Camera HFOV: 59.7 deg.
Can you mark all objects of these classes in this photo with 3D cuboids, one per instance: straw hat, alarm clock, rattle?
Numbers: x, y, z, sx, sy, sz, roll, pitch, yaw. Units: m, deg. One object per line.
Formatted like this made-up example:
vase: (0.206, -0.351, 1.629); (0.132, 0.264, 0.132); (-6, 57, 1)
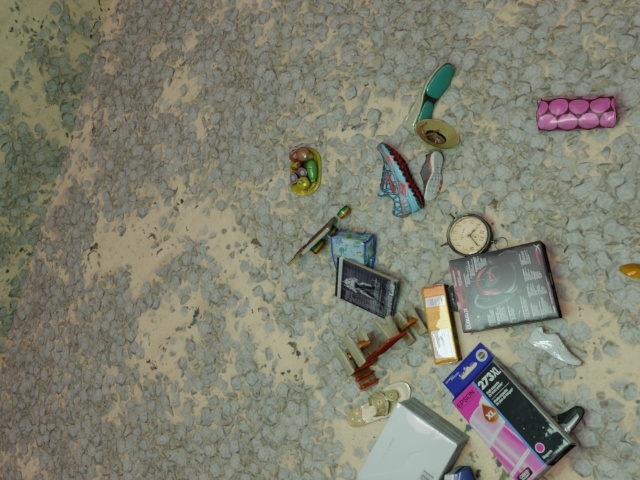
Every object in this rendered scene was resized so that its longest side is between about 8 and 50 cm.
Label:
straw hat: (0.359, -0.317, 1.763); (0.144, 0.144, 0.061); (52, 148, 24)
alarm clock: (0.465, -0.008, 1.667); (0.192, 0.064, 0.129); (17, 91, 32)
rattle: (0.847, 0.033, 1.387); (0.130, 0.199, 0.143); (-38, 49, -4)

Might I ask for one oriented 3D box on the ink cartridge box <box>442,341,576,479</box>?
ink cartridge box: (0.495, 0.467, 1.536); (0.176, 0.069, 0.371); (-51, 46, 14)

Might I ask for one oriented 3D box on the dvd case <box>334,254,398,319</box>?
dvd case: (0.144, 0.154, 1.793); (0.221, 0.018, 0.164); (22, 129, 28)

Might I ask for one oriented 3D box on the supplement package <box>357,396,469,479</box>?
supplement package: (0.273, 0.634, 1.636); (0.204, 0.145, 0.262); (31, 98, 28)

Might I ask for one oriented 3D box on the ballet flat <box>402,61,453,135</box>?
ballet flat: (0.337, -0.460, 1.792); (0.086, 0.086, 0.248); (30, 98, 28)

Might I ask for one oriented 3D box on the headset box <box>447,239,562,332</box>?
headset box: (0.510, 0.141, 1.596); (0.293, 0.110, 0.218); (-16, 76, 25)

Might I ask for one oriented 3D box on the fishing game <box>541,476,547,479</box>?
fishing game: (0.583, 0.783, 1.512); (0.189, 0.041, 0.264); (39, 102, 29)

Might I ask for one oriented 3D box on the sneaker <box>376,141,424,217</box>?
sneaker: (0.225, -0.194, 1.798); (0.125, 0.104, 0.262); (-31, 70, 23)

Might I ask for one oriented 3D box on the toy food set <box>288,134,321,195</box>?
toy food set: (-0.069, -0.270, 1.981); (0.128, 0.071, 0.218); (-6, 80, 27)

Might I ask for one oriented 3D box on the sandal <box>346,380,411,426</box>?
sandal: (0.173, 0.522, 1.741); (0.240, 0.079, 0.088); (-35, 69, 20)

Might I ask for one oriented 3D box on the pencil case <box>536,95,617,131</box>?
pencil case: (0.718, -0.360, 1.569); (0.209, 0.095, 0.098); (5, 70, 26)

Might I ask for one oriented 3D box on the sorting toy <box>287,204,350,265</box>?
sorting toy: (0.000, 0.000, 1.884); (0.046, 0.132, 0.274); (45, 111, -5)

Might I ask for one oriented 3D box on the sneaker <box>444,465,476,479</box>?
sneaker: (0.462, 0.774, 1.514); (0.182, 0.127, 0.315); (-17, 82, 38)

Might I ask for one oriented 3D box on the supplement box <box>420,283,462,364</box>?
supplement box: (0.364, 0.251, 1.679); (0.080, 0.078, 0.233); (-11, 79, 23)

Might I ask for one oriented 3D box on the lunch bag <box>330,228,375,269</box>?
lunch bag: (0.109, 0.049, 1.833); (0.129, 0.096, 0.151); (11, 118, 29)

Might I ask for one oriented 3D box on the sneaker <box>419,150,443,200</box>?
sneaker: (0.346, -0.203, 1.772); (0.065, 0.061, 0.158); (8, 86, 55)

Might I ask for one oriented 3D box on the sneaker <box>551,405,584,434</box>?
sneaker: (0.595, 0.503, 1.519); (0.132, 0.086, 0.228); (45, 105, 28)

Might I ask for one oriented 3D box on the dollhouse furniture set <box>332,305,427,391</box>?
dollhouse furniture set: (0.171, 0.342, 1.687); (0.135, 0.262, 0.259); (58, 143, 20)

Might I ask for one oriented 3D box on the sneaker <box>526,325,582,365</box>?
sneaker: (0.649, 0.291, 1.535); (0.152, 0.054, 0.061); (31, 95, 28)
